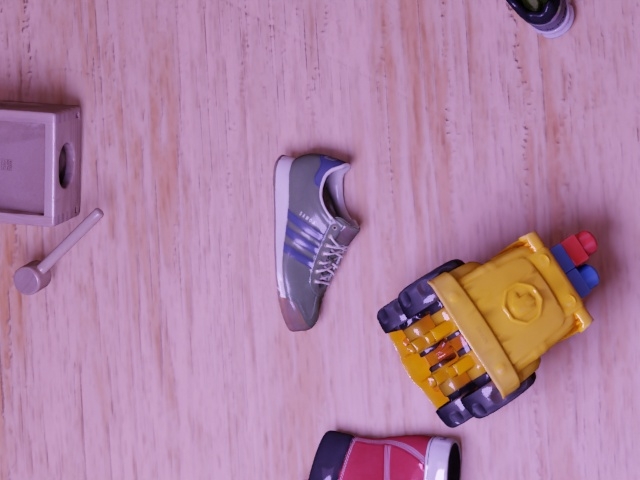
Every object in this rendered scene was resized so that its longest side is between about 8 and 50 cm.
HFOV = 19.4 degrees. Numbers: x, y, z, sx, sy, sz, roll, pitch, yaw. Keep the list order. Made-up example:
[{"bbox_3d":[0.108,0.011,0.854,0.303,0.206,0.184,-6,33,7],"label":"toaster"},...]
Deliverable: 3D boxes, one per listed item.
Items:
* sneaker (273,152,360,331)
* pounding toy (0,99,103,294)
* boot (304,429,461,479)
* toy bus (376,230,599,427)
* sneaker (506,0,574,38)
[{"bbox_3d":[0.000,0.000,2.006,0.086,0.064,0.192,-4,86,22],"label":"sneaker"},{"bbox_3d":[-0.315,-0.048,2.097,0.181,0.094,0.206,5,101,13],"label":"pounding toy"},{"bbox_3d":[0.054,0.326,1.985,0.176,0.088,0.244,1,83,18],"label":"boot"},{"bbox_3d":[0.186,0.072,1.905,0.211,0.220,0.149,-33,86,-18],"label":"toy bus"},{"bbox_3d":[0.206,-0.289,1.933,0.063,0.075,0.170,-27,82,16],"label":"sneaker"}]
